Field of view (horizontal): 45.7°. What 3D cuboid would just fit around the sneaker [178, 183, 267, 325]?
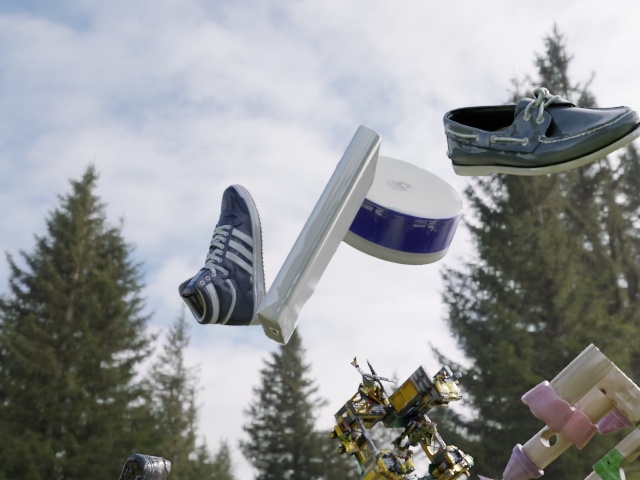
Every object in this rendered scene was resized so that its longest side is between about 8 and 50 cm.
[{"bbox_3d":[-0.194,0.028,1.453,0.153,0.282,0.099,-2,-10,-33],"label":"sneaker"}]

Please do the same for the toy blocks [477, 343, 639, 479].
[{"bbox_3d":[0.405,0.352,1.040,0.260,0.288,0.309,-47,-39,8],"label":"toy blocks"}]

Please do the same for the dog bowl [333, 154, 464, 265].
[{"bbox_3d":[0.141,-0.066,1.482,0.265,0.265,0.104,10,-61,-15],"label":"dog bowl"}]

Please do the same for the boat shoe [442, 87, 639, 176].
[{"bbox_3d":[0.289,-0.154,1.047,0.319,0.116,0.099,0,-61,57],"label":"boat shoe"}]

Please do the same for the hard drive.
[{"bbox_3d":[0.000,0.000,1.136,0.040,0.307,0.203,27,-15,8],"label":"hard drive"}]

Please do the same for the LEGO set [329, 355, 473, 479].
[{"bbox_3d":[0.200,0.371,1.557,0.331,0.255,0.192,17,-57,-37],"label":"LEGO set"}]

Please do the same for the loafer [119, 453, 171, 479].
[{"bbox_3d":[-0.261,0.383,1.069,0.061,0.170,0.062,18,10,-46],"label":"loafer"}]
